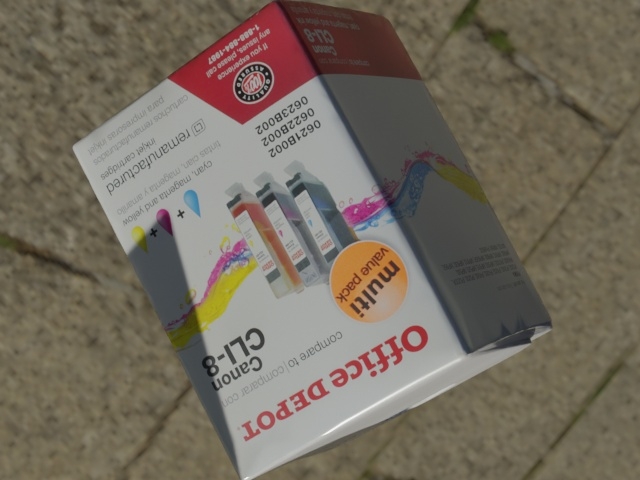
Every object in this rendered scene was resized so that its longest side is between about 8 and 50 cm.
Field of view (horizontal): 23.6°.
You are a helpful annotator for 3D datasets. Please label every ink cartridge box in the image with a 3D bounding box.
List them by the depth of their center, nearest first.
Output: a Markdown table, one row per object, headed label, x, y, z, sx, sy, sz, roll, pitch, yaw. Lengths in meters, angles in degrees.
| label | x | y | z | sx | sy | sz | roll | pitch | yaw |
| --- | --- | --- | --- | --- | --- | --- | --- | --- | --- |
| ink cartridge box | 0.000 | 0.000 | 0.710 | 0.128 | 0.176 | 0.127 | -32 | 170 | 23 |
